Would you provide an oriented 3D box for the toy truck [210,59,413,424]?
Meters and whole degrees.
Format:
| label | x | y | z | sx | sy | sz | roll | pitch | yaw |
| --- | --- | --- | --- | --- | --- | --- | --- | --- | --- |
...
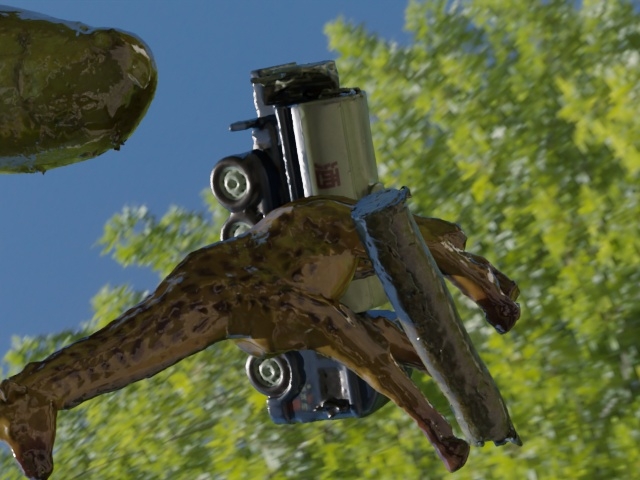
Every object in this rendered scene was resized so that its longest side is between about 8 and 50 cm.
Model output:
| label | x | y | z | sx | sy | sz | roll | pitch | yaw |
| --- | --- | --- | --- | --- | --- | --- | --- | --- | --- |
| toy truck | 0.000 | 0.000 | 0.891 | 0.074 | 0.088 | 0.202 | -23 | -74 | -60 |

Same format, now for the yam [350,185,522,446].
| label | x | y | z | sx | sy | sz | roll | pitch | yaw |
| --- | --- | --- | --- | --- | --- | --- | --- | --- | --- |
| yam | 0.051 | 0.039 | 0.657 | 0.027 | 0.033 | 0.129 | -35 | -72 | -22 |

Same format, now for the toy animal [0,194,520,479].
| label | x | y | z | sx | sy | sz | roll | pitch | yaw |
| --- | --- | --- | --- | --- | --- | --- | --- | --- | --- |
| toy animal | -0.028 | 0.044 | 0.765 | 0.275 | 0.054 | 0.149 | 2 | -111 | -16 |

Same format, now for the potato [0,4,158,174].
| label | x | y | z | sx | sy | sz | roll | pitch | yaw |
| --- | --- | --- | --- | --- | --- | --- | --- | --- | --- |
| potato | -0.179 | -0.082 | 0.855 | 0.188 | 0.085 | 0.105 | 0 | -105 | 10 |
